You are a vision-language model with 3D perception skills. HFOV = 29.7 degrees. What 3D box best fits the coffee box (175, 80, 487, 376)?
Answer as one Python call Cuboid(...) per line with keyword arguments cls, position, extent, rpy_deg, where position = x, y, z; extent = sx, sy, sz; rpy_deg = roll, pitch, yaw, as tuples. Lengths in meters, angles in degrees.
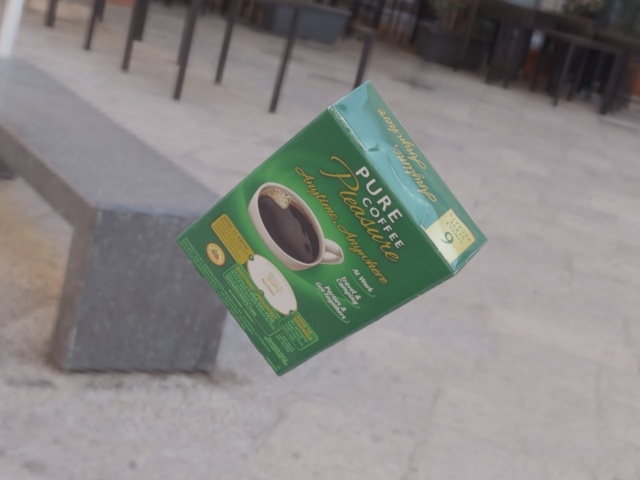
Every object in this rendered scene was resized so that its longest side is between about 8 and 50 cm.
Cuboid(cls="coffee box", position=(0.000, 0.000, 0.696), extent=(0.113, 0.184, 0.040), rpy_deg=(52, 49, 0))
